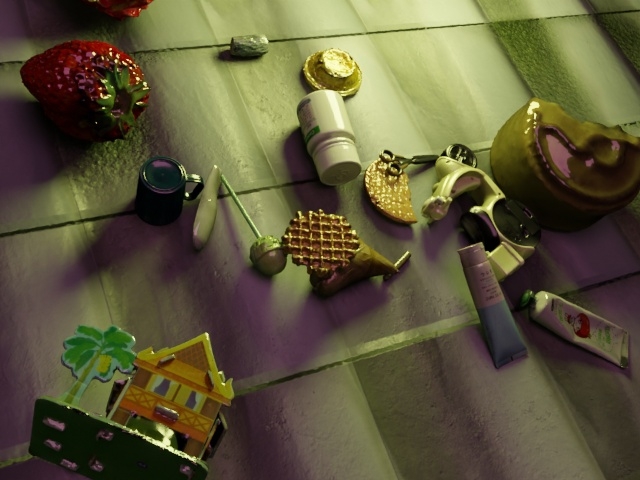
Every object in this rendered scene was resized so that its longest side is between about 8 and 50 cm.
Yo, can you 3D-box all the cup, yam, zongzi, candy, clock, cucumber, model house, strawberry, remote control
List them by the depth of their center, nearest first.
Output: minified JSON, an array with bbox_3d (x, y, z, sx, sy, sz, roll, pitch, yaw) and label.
[{"bbox_3d":[-0.357,0.319,1.391,0.358,0.242,0.312,23,40,-2],"label":"model house"},{"bbox_3d":[-0.366,-0.127,1.661,0.150,0.138,0.113,-36,77,-32],"label":"cup"},{"bbox_3d":[-0.576,-0.376,1.691,0.289,0.250,0.238,24,58,28],"label":"strawberry"},{"bbox_3d":[-0.270,-0.078,1.695,0.044,0.073,0.229,7,59,9],"label":"remote control"},{"bbox_3d":[0.084,0.080,1.717,0.197,0.099,0.194,34,55,-2],"label":"zongzi"},{"bbox_3d":[-0.179,-0.054,1.726,0.093,0.092,0.335,-12,56,-33],"label":"candy"},{"bbox_3d":[0.198,0.065,1.804,0.021,0.021,0.116,42,56,8],"label":"yam"},{"bbox_3d":[0.427,-0.082,1.915,0.379,0.120,0.276,46,54,10],"label":"clock"},{"bbox_3d":[-0.209,-0.564,2.023,0.112,0.064,0.064,-13,65,-22],"label":"cucumber"}]

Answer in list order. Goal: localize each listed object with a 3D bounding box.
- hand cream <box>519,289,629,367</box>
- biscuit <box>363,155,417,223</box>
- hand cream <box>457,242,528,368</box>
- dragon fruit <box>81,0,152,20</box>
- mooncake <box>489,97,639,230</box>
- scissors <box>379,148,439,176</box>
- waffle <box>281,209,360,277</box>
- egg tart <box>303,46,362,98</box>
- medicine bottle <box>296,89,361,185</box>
[{"bbox_3d":[0.681,0.223,1.853,0.336,0.076,0.121,26,57,-10],"label":"hand cream"},{"bbox_3d":[0.185,-0.138,1.912,0.145,0.033,0.224,-1,58,-21],"label":"biscuit"},{"bbox_3d":[0.435,0.161,1.781,0.111,0.070,0.312,-17,87,-27],"label":"hand cream"},{"bbox_3d":[-0.579,-0.740,1.882,0.387,0.248,0.371,28,28,14],"label":"dragon fruit"},{"bbox_3d":[0.725,-0.233,2.031,0.394,0.246,0.393,-19,74,-23],"label":"mooncake"},{"bbox_3d":[0.260,-0.226,1.976,0.220,0.017,0.088,-10,64,-37],"label":"scissors"},{"bbox_3d":[0.001,0.004,1.659,0.191,0.038,0.191,5,56,-7],"label":"waffle"},{"bbox_3d":[0.042,-0.504,2.062,0.191,0.074,0.191,9,56,-13],"label":"egg tart"},{"bbox_3d":[0.025,-0.275,1.881,0.139,0.139,0.236,-6,64,-22],"label":"medicine bottle"}]
